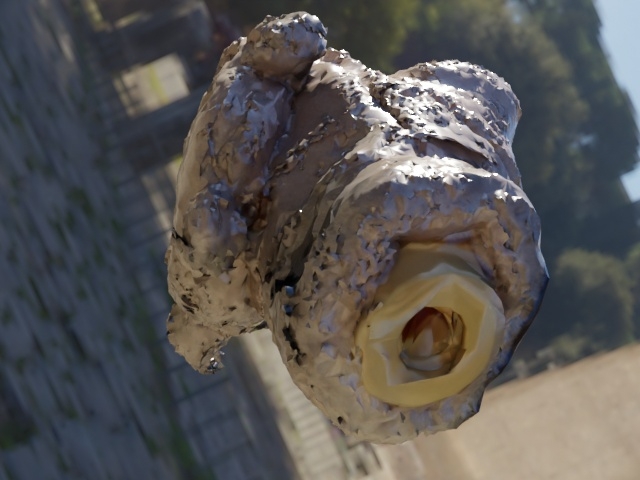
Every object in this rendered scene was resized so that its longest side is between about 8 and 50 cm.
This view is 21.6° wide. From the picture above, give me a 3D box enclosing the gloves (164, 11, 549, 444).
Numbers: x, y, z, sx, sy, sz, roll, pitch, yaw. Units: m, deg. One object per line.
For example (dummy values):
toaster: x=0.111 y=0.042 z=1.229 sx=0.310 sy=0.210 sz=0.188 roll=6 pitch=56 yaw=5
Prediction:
gloves: x=0.005 y=-0.006 z=0.467 sx=0.094 sy=0.110 sz=0.144 roll=18 pitch=-2 yaw=-26
